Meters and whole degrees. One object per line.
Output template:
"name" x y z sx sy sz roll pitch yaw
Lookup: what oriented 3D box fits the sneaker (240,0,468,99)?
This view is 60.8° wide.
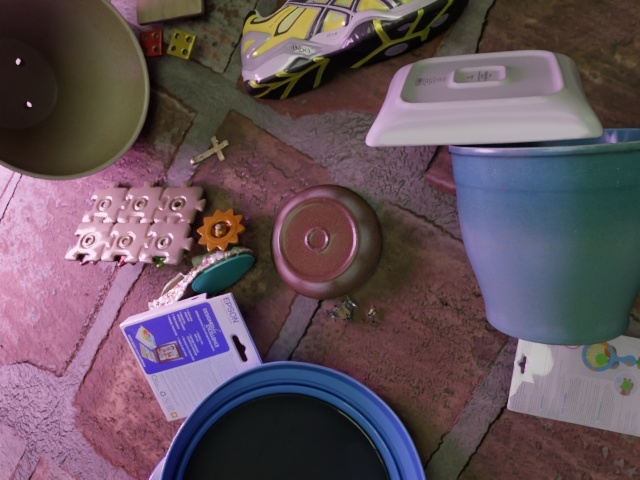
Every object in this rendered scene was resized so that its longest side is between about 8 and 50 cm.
"sneaker" 0.038 -0.353 0.860 0.385 0.145 0.147 -15 86 14

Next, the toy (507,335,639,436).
"toy" 0.401 0.199 0.792 0.238 0.056 0.136 10 89 12

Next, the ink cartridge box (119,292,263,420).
"ink cartridge box" -0.204 0.197 0.938 0.209 0.045 0.206 -17 107 10

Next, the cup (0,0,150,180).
"cup" -0.510 -0.280 0.959 0.237 0.331 0.330 13 93 42

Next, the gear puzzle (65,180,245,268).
"gear puzzle" -0.285 -0.025 0.985 0.340 0.044 0.175 1 60 18

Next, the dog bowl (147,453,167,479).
"dog bowl" -0.154 0.437 0.841 0.265 0.265 0.104 41 134 13

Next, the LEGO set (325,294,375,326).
"LEGO set" 0.051 0.121 0.918 0.083 0.023 0.054 21 98 2

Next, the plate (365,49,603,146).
"plate" 0.218 -0.207 0.749 0.278 0.277 0.045 1 125 17

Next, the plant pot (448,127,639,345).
"plant pot" 0.311 -0.010 0.724 0.272 0.272 0.254 0 104 17

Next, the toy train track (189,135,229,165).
"toy train track" -0.205 -0.161 0.997 0.083 0.014 0.048 -26 82 15

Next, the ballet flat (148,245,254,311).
"ballet flat" -0.223 0.075 0.969 0.241 0.091 0.077 -40 57 9

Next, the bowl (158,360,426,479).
"bowl" -0.036 0.373 0.790 0.391 0.391 0.077 43 144 13

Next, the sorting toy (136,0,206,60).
"sorting toy" -0.269 -0.455 1.002 0.133 0.046 0.274 -3 88 16

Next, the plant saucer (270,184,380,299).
"plant saucer" 0.000 0.000 0.913 0.199 0.036 0.198 -3 82 19
